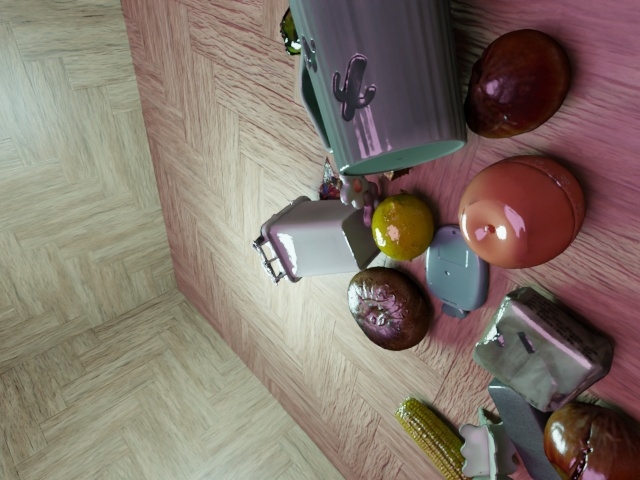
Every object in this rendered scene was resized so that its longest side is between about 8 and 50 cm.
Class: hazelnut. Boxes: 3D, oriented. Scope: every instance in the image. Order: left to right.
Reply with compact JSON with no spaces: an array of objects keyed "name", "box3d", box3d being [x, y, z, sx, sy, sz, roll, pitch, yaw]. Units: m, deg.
[{"name":"hazelnut","box3d":[0.362,-0.285,0.791,0.178,0.178,0.204,54,151,11]},{"name":"hazelnut","box3d":[0.636,0.495,0.972,0.212,0.181,0.181,32,150,50]}]

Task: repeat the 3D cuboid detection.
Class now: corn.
[{"name":"corn","box3d":[0.407,0.701,1.447,0.344,0.131,0.131,45,142,24]}]

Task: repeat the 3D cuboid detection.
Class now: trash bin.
[{"name":"trash bin","box3d":[0.000,0.000,1.355,0.367,0.296,0.256,-2,119,45]}]

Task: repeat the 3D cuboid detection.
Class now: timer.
[{"name":"timer","box3d":[0.409,-0.058,0.852,0.229,0.215,0.230,38,141,40]}]

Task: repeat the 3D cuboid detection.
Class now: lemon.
[{"name":"lemon","box3d":[0.227,-0.033,1.137,0.173,0.173,0.206,7,124,50]}]

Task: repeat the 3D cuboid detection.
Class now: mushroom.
[{"name":"mushroom","box3d":[0.210,0.223,1.344,0.297,0.163,0.278,49,143,15]}]

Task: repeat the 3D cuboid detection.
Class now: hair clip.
[{"name":"hair clip","box3d":[0.116,-0.127,1.177,0.075,0.146,0.257,-17,141,37]}]

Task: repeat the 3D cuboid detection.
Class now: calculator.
[{"name":"calculator","box3d":[0.373,0.097,1.150,0.185,0.041,0.299,22,128,43]}]

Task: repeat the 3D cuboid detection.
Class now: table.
[{"name":"table","box3d":[0.511,0.636,1.259,0.166,0.166,0.198,9,112,49]}]

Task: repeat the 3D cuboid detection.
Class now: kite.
[{"name":"kite","box3d":[0.043,-0.169,1.419,0.183,0.014,0.241,-5,108,52]}]

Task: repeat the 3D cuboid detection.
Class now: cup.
[{"name":"cup","box3d":[0.118,-0.349,0.871,0.401,0.310,0.392,168,91,-87]}]

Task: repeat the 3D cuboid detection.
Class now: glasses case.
[{"name":"glasses case","box3d":[0.588,0.527,1.143,0.131,0.074,0.323,-23,94,55]}]

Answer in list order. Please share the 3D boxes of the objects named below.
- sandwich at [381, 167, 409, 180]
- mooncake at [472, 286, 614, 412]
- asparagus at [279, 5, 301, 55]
[{"name":"sandwich","box3d":[0.135,-0.348,1.104,0.301,0.099,0.271,39,133,31]},{"name":"mooncake","box3d":[0.522,0.266,0.994,0.254,0.136,0.250,43,140,33]},{"name":"asparagus","box3d":[0.021,-0.574,1.067,0.382,0.108,0.128,14,127,51]}]
